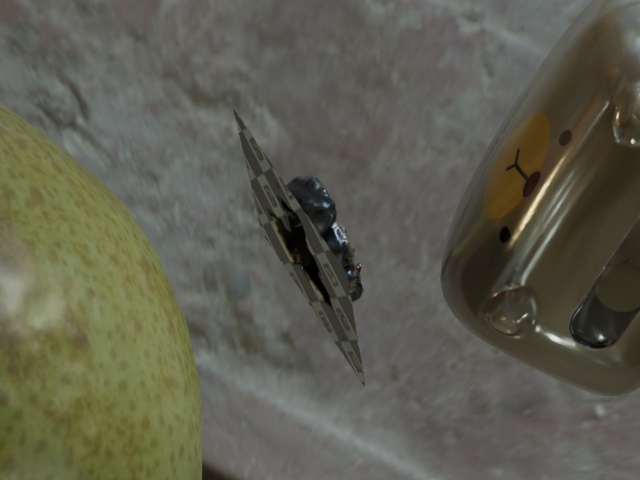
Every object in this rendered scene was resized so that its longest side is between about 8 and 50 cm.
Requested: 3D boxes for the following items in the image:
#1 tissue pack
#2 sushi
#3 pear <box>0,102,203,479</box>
[{"bbox_3d":[0.297,-0.040,1.947,0.267,0.277,0.387,27,113,-11],"label":"tissue pack"},{"bbox_3d":[0.000,0.000,1.951,0.047,0.219,0.231,-27,57,-11],"label":"sushi"},{"bbox_3d":[-0.155,0.037,0.565,0.228,0.188,0.211,-31,94,-34],"label":"pear"}]
